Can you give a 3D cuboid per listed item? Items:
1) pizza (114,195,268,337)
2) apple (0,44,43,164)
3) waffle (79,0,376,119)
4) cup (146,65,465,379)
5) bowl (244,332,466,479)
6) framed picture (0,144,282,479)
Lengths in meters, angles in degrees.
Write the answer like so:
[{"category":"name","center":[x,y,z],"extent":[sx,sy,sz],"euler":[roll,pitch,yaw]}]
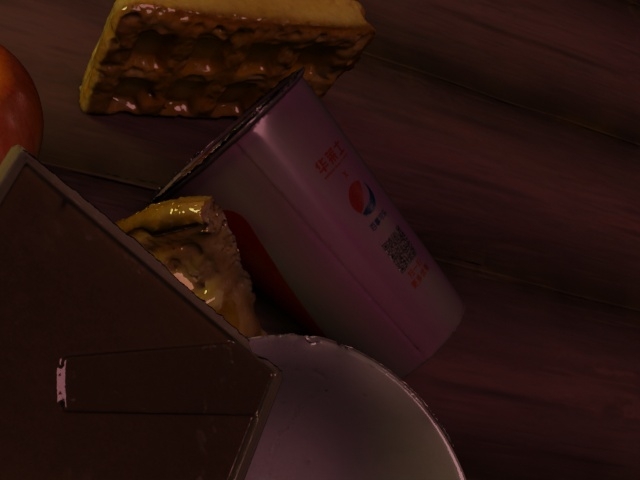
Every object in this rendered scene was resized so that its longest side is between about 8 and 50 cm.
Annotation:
[{"category":"pizza","center":[-0.126,0.052,0.875],"extent":[0.188,0.204,0.080],"euler":[40,45,-16]},{"category":"apple","center":[-0.332,-0.092,0.819],"extent":[0.209,0.164,0.209],"euler":[27,28,-15]},{"category":"waffle","center":[-0.096,-0.189,1.009],"extent":[0.274,0.168,0.057],"euler":[-2,64,-28]},{"category":"cup","center":[0.000,0.000,0.983],"extent":[0.288,0.203,0.203],"euler":[48,55,-11]},{"category":"bowl","center":[-0.044,0.264,0.848],"extent":[0.345,0.157,0.345],"euler":[11,65,-24]},{"category":"framed picture","center":[-0.149,0.104,0.685],"extent":[0.289,0.020,0.211],"euler":[45,52,-33]}]
